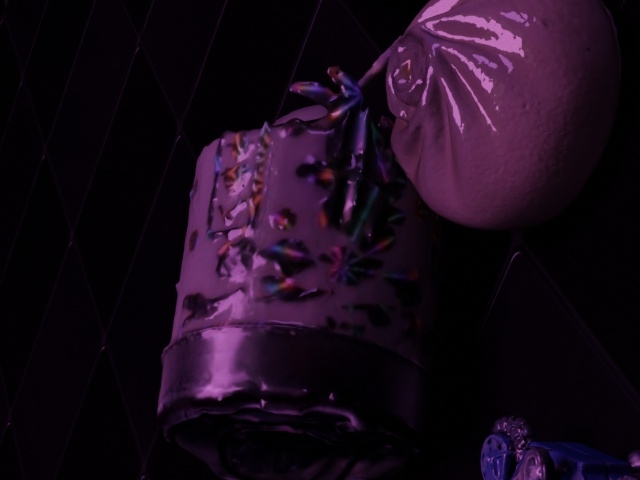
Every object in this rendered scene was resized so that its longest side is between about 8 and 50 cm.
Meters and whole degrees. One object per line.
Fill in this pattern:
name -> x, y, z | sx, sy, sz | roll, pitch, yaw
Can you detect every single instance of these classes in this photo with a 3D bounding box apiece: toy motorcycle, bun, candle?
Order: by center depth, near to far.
toy motorcycle -> 0.134, 0.164, 1.076 | 0.205, 0.076, 0.114 | -161, 76, -67
bun -> 0.101, -0.094, 1.237 | 0.173, 0.119, 0.173 | -43, 40, 51
candle -> 0.000, 0.000, 1.354 | 0.187, 0.187, 0.330 | 148, 134, -61
